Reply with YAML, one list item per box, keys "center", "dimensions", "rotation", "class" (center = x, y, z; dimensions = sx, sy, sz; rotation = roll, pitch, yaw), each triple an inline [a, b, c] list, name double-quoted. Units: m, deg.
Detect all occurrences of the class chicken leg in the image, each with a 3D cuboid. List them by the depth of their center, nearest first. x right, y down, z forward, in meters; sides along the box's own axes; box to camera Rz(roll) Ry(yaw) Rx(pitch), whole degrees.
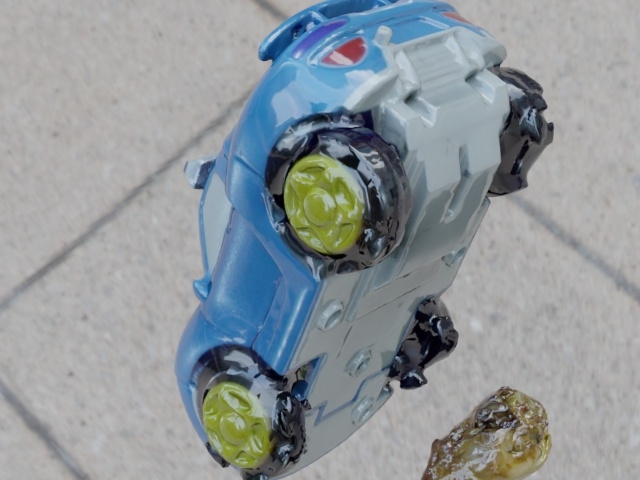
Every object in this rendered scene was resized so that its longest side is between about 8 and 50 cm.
- center: [0.125, 0.240, 1.457]
  dimensions: [0.251, 0.107, 0.087]
  rotation: [-36, 84, -5]
  class: "chicken leg"

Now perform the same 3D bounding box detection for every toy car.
- center: [0.000, 0.000, 0.870]
  dimensions: [0.166, 0.314, 0.198]
  rotation: [39, 38, 24]
  class: "toy car"
